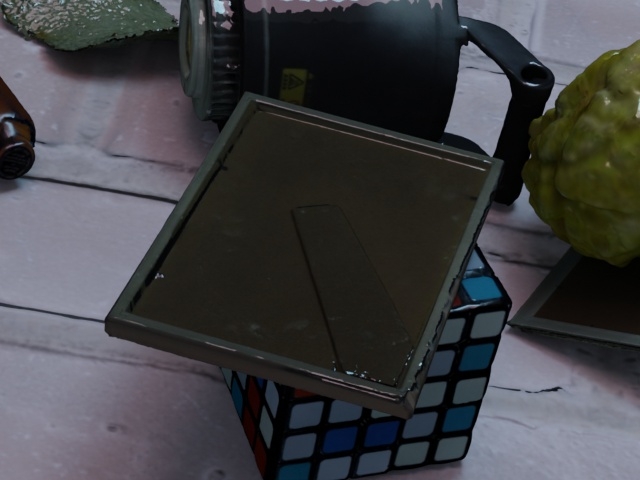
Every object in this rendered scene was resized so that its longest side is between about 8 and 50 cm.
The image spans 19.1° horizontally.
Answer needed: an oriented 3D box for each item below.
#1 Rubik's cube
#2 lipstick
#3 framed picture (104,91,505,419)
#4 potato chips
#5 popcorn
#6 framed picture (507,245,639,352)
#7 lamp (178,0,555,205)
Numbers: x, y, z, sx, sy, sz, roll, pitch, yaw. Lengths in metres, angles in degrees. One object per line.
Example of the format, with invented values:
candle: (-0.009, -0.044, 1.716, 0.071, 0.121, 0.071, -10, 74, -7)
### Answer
Rubik's cube: (0.024, 0.069, 1.540, 0.184, 0.187, 0.182, -6, 42, -21)
lipstick: (-0.378, -0.201, 1.863, 0.077, 0.077, 0.418, -16, 47, -26)
framed picture: (0.000, 0.000, 1.456, 0.232, 0.024, 0.315, 16, 39, 10)
potato chips: (-0.216, -0.232, 1.946, 0.228, 0.059, 0.167, 29, 38, 29)
popcorn: (0.305, -0.080, 1.684, 0.259, 0.259, 0.212, -31, 87, -37)
framed picture: (0.346, 0.041, 1.691, 0.293, 0.018, 0.231, 10, 37, 32)
lamp: (0.002, -0.181, 1.813, 0.272, 0.205, 0.374, -18, 54, -24)
